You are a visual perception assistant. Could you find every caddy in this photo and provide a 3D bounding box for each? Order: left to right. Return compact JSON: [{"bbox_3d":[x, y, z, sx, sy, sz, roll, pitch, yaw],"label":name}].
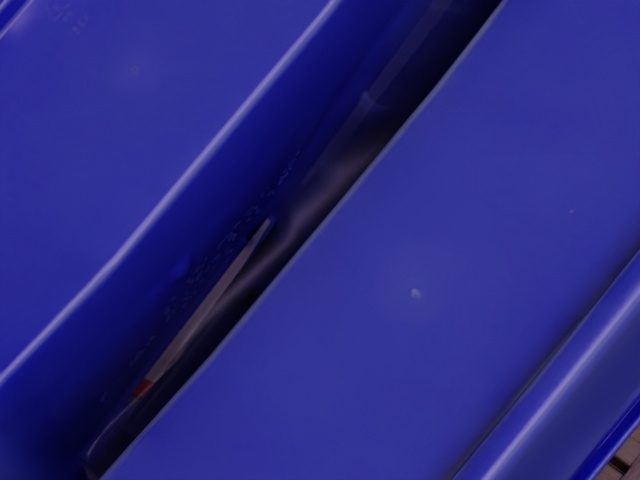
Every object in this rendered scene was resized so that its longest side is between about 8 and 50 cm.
[{"bbox_3d":[0.000,0.000,0.552,0.241,0.179,0.341,39,87,16],"label":"caddy"}]

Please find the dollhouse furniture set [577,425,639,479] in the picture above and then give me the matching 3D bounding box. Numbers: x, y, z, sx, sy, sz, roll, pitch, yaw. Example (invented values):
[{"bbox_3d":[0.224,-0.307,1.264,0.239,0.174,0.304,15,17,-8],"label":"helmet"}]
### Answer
[{"bbox_3d":[0.093,0.138,0.650,0.129,0.129,0.184,-51,135,-3],"label":"dollhouse furniture set"}]
